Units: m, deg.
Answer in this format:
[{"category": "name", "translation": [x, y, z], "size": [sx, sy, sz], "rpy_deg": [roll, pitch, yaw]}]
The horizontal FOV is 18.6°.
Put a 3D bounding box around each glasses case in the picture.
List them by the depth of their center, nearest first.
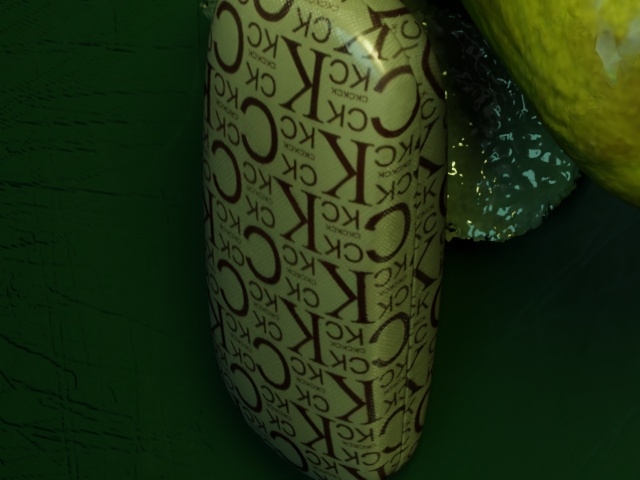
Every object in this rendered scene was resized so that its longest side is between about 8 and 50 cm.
[{"category": "glasses case", "translation": [0.000, 0.000, 1.087], "size": [0.137, 0.085, 0.354], "rpy_deg": [34, 141, 30]}]

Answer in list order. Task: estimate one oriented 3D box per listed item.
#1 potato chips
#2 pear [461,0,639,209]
[{"category": "potato chips", "translation": [0.036, -0.077, 1.111], "size": [0.228, 0.059, 0.167], "rpy_deg": [4, 112, 35]}, {"category": "pear", "translation": [0.179, -0.153, 0.825], "size": [0.287, 0.375, 0.287], "rpy_deg": [5, 142, 4]}]
